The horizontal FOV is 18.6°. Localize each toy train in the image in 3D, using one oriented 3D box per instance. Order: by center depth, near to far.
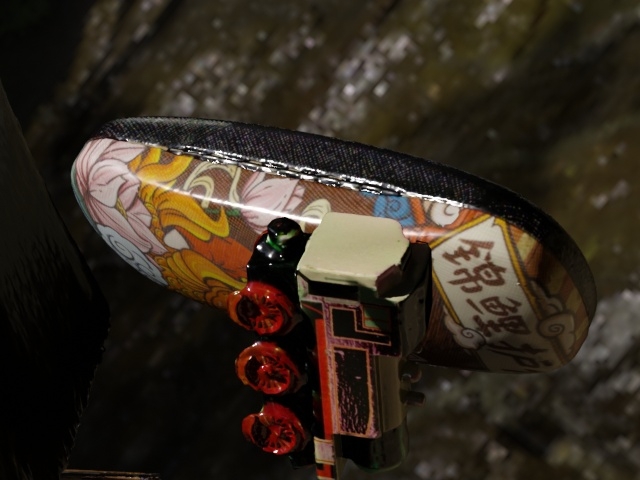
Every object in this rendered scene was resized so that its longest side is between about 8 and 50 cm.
[{"bbox_3d":[0.007,0.051,0.873,0.050,0.087,0.138,-64,-24,-48],"label":"toy train"}]

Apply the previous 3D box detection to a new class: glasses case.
[{"bbox_3d":[0.000,0.000,1.066,0.321,0.122,0.082,12,56,34],"label":"glasses case"}]

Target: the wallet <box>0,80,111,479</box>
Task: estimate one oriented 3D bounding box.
[{"bbox_3d":[-0.112,0.016,0.651,0.025,0.124,0.244,-19,16,6],"label":"wallet"}]

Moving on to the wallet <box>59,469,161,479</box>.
[{"bbox_3d":[-0.228,0.172,1.375,0.161,0.195,0.042,-14,69,54],"label":"wallet"}]
